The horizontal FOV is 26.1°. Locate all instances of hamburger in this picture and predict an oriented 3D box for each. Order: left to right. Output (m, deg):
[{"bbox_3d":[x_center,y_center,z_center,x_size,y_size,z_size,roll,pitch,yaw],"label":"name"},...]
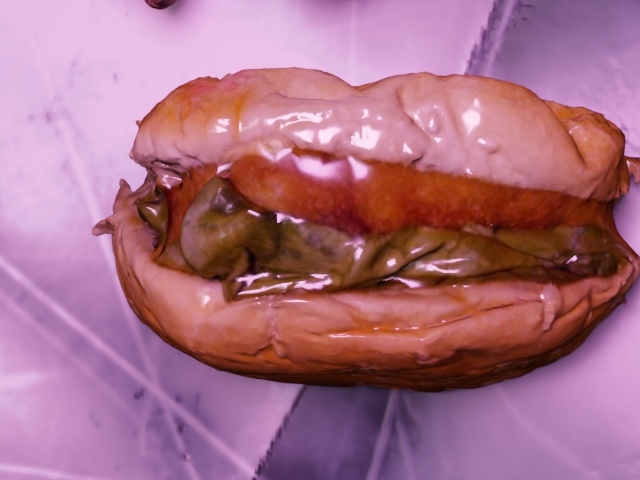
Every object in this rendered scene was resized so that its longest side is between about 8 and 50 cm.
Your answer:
[{"bbox_3d":[-0.001,-0.003,0.759,0.330,0.209,0.162,1,83,20],"label":"hamburger"}]

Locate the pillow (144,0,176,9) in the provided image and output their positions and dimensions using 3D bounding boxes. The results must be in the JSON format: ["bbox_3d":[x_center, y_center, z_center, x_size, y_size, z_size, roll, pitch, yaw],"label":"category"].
[{"bbox_3d":[-0.128,-0.347,0.895,0.308,0.108,0.305,35,93,19],"label":"pillow"}]
